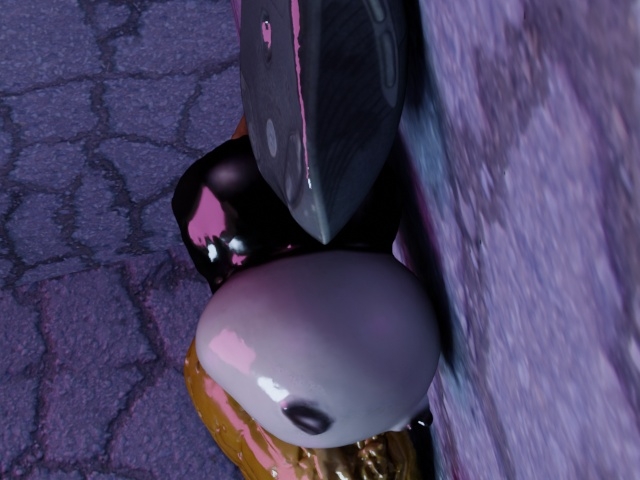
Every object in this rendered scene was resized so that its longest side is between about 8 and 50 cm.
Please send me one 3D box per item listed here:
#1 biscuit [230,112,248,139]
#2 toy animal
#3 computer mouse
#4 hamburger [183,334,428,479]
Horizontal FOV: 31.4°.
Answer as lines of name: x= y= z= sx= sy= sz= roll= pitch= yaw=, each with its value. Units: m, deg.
biscuit: x=-0.040 y=-0.104 z=1.019 sx=0.226 sy=0.042 sz=0.226 roll=-62 pitch=-2 yaw=-3
toy animal: x=-0.006 y=0.040 z=0.858 sx=0.165 sy=0.187 sz=0.235 roll=-33 pitch=65 yaw=47
computer mouse: x=0.003 y=-0.175 z=0.687 sx=0.167 sy=0.090 sz=0.379 roll=-126 pitch=29 yaw=-57
hamburger: x=-0.020 y=0.188 z=1.172 sx=0.318 sy=0.158 sz=0.318 roll=48 pitch=166 yaw=15
